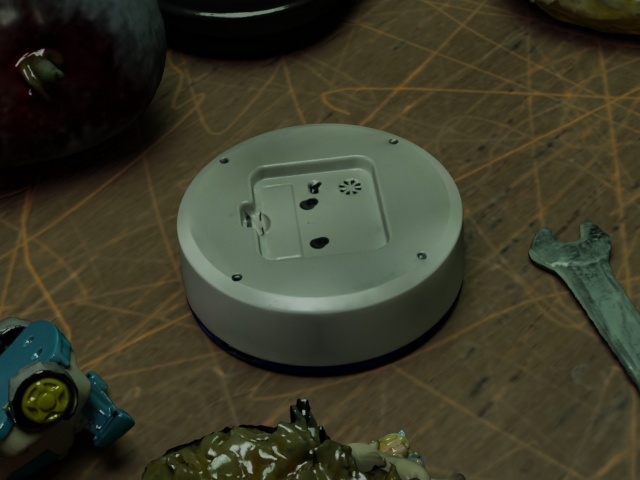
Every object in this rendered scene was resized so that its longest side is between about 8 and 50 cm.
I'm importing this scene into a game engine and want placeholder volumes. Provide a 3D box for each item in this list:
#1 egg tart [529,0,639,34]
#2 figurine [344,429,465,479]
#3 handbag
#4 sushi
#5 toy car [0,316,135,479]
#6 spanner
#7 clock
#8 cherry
[{"bbox_3d":[0.319,-0.343,1.474,0.352,0.150,0.352,0,40,0],"label":"egg tart"},{"bbox_3d":[0.056,0.162,1.017,0.051,0.047,0.083,-19,35,-37],"label":"figurine"},{"bbox_3d":[-0.072,-0.300,1.495,0.254,0.093,0.308,11,45,18],"label":"handbag"},{"bbox_3d":[-0.008,0.184,0.940,0.213,0.115,0.147,20,48,25],"label":"sushi"},{"bbox_3d":[-0.220,0.141,1.039,0.161,0.098,0.126,-50,25,-6],"label":"toy car"},{"bbox_3d":[0.239,0.082,1.103,0.071,0.017,0.302,-13,43,-9],"label":"spanner"},{"bbox_3d":[0.000,0.000,1.168,0.231,0.083,0.230,-4,41,3],"label":"clock"},{"bbox_3d":[-0.271,-0.182,1.287,0.255,0.218,0.296,-25,40,-12],"label":"cherry"}]
